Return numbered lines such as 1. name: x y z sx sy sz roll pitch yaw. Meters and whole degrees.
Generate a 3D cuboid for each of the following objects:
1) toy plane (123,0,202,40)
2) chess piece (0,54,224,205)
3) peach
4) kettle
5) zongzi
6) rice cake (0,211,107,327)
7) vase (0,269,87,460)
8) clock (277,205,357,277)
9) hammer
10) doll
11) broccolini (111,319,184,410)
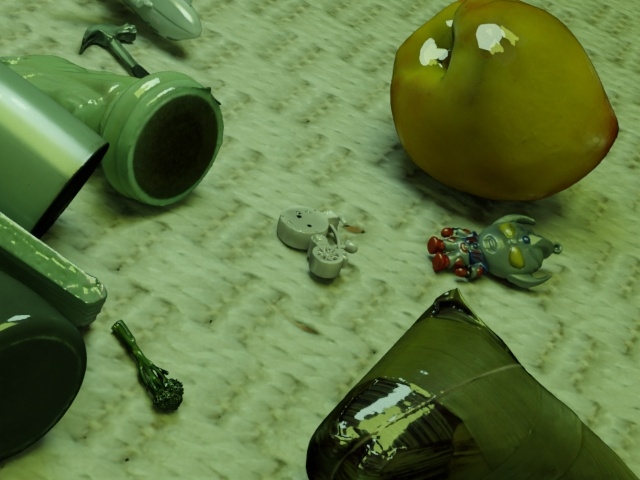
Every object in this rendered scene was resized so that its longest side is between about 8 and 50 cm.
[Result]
1. toy plane: -0.270 -0.385 1.990 0.255 0.101 0.251 34 22 27
2. chess piece: -0.281 -0.171 1.691 0.298 0.176 0.176 28 33 33
3. peach: 0.260 -0.190 1.879 0.308 0.289 0.289 35 25 -31
4. kettle: -0.388 -0.114 1.502 0.236 0.221 0.161 37 75 -5
5. zongzi: 0.171 0.237 1.355 0.317 0.154 0.289 36 44 12
6. rice cake: -0.312 0.019 1.370 0.198 0.189 0.037 37 73 -3
7. vase: -0.386 0.059 1.285 0.173 0.173 0.321 -16 45 -42
8. clock: 0.000 0.000 1.673 0.087 0.041 0.129 -5 37 -28
9. hammer: -0.260 -0.237 1.875 0.103 0.029 0.246 -11 47 -38
10. doll: 0.239 0.013 1.765 0.194 0.062 0.104 -1 39 -19
11. broccolini: -0.188 0.128 1.403 0.030 0.035 0.140 -4 40 -38
